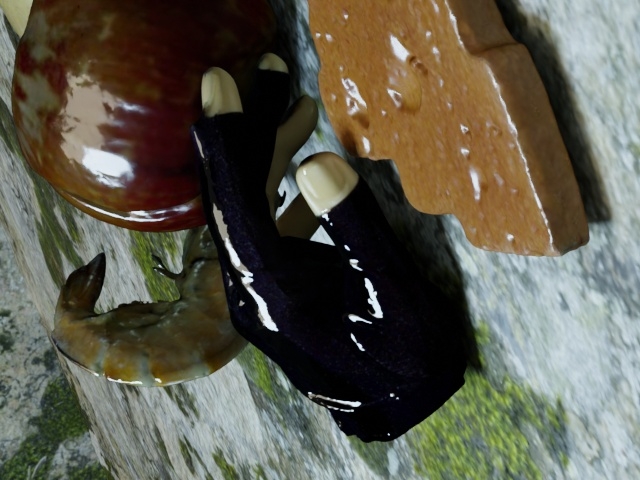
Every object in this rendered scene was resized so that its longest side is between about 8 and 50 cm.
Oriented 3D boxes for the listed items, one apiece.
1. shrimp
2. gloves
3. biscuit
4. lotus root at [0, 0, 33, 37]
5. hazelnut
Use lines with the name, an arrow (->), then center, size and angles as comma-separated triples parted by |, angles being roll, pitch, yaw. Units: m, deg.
shrimp -> -0.121, 0.012, 1.370 | 0.296, 0.169, 0.058 | -75, -15, -48
gloves -> -0.003, 0.008, 1.211 | 0.197, 0.152, 0.301 | -8, 104, 64
biscuit -> 0.070, -0.102, 1.008 | 0.306, 0.043, 0.284 | 53, 159, 31
lotus root -> -0.198, -0.228, 1.432 | 0.183, 0.182, 0.310 | 50, 160, 42
hazelnut -> -0.133, -0.124, 1.308 | 0.218, 0.218, 0.234 | 43, 126, 52
